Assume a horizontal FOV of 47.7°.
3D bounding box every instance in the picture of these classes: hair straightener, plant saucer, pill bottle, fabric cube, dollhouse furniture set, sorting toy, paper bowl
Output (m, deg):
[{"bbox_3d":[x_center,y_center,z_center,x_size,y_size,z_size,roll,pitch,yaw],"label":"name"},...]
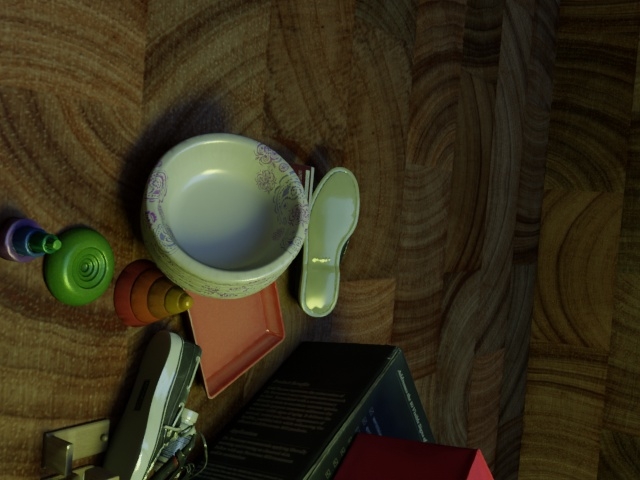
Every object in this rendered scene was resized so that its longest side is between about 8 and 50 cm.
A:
[{"bbox_3d":[-0.280,0.435,1.282,0.230,0.047,0.089,-50,139,-6],"label":"hair straightener"},{"bbox_3d":[-0.181,0.143,1.460,0.259,0.048,0.258,-35,123,-50],"label":"plant saucer"},{"bbox_3d":[-0.272,0.371,1.342,0.067,0.067,0.120,45,58,-50],"label":"pill bottle"},{"bbox_3d":[0.171,0.537,1.310,0.254,0.258,0.259,-54,128,-41],"label":"fabric cube"},{"bbox_3d":[-0.347,0.385,1.156,0.123,0.151,0.144,1,96,-57],"label":"dollhouse furniture set"},{"bbox_3d":[-0.329,0.056,1.153,0.365,0.126,0.127,37,65,-53],"label":"sorting toy"},{"bbox_3d":[-0.174,-0.035,1.278,0.284,0.148,0.284,8,65,-18],"label":"paper bowl"}]

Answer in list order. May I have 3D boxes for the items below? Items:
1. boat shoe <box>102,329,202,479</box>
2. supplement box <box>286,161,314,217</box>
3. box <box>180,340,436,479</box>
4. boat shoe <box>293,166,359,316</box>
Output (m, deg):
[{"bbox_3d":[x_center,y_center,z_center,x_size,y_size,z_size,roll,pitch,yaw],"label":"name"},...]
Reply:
[{"bbox_3d":[-0.287,0.317,1.270,0.105,0.113,0.306,33,58,-37],"label":"boat shoe"},{"bbox_3d":[-0.112,-0.102,1.500,0.239,0.073,0.130,3,93,-57],"label":"supplement box"},{"bbox_3d":[0.026,0.549,1.566,0.472,0.298,0.479,-43,120,-43],"label":"box"},{"bbox_3d":[0.004,0.001,1.663,0.127,0.113,0.339,6,90,-19],"label":"boat shoe"}]
